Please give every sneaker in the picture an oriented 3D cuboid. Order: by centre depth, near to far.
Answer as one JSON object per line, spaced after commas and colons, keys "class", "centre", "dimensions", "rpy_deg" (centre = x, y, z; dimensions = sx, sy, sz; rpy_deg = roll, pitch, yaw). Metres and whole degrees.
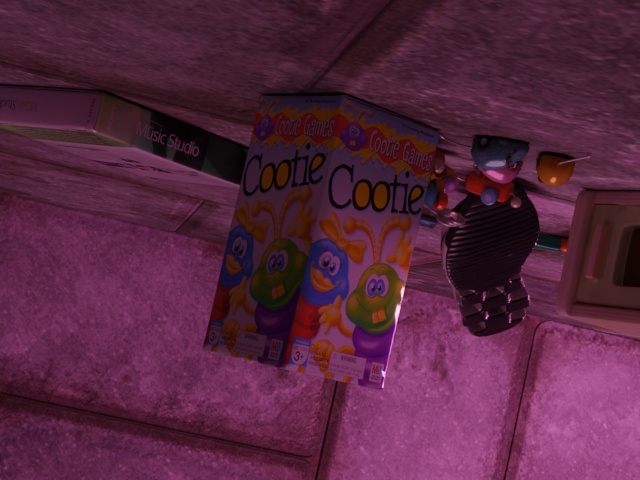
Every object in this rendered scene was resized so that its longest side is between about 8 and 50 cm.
{"class": "sneaker", "centre": [0.199, -0.010, 1.796], "dimensions": [0.122, 0.146, 0.330], "rpy_deg": [-14, 151, -4]}

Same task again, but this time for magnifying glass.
{"class": "magnifying glass", "centre": [0.336, 0.004, 2.091], "dimensions": [0.231, 0.026, 0.092], "rpy_deg": [9, 174, 22]}

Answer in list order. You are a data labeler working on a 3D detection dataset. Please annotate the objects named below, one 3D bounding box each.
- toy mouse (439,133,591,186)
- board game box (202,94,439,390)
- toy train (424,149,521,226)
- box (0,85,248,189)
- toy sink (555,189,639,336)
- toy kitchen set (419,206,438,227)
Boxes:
{"class": "toy mouse", "centre": [0.191, -0.082, 1.474], "dimensions": [0.143, 0.031, 0.161], "rpy_deg": [13, 175, -5]}
{"class": "board game box", "centre": [0.000, 0.000, 1.457], "dimensions": [0.142, 0.275, 0.144], "rpy_deg": [17, 173, -39]}
{"class": "toy train", "centre": [0.149, -0.066, 1.545], "dimensions": [0.125, 0.046, 0.166], "rpy_deg": [23, -157, 23]}
{"class": "box", "centre": [-0.253, -0.133, 1.861], "dimensions": [0.232, 0.058, 0.322], "rpy_deg": [8, 175, 39]}
{"class": "toy sink", "centre": [0.362, 0.028, 1.603], "dimensions": [0.131, 0.153, 0.234], "rpy_deg": [16, 175, -30]}
{"class": "toy kitchen set", "centre": [0.061, -0.031, 1.825], "dimensions": [0.166, 0.122, 0.207], "rpy_deg": [12, 175, 0]}
